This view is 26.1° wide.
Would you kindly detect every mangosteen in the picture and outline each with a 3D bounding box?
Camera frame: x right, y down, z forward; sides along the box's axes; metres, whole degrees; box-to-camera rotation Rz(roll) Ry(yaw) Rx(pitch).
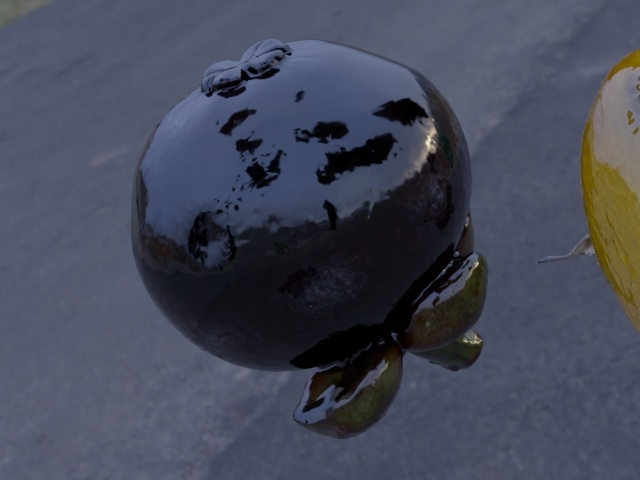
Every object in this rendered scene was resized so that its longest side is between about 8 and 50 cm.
[{"bbox_3d":[0.000,0.000,1.480,0.382,0.435,0.382,-22,19,8],"label":"mangosteen"}]

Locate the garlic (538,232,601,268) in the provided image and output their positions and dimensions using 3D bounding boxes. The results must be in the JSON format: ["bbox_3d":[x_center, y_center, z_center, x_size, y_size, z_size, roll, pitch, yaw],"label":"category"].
[{"bbox_3d":[0.419,-0.011,1.425,0.338,0.151,0.196,15,43,19],"label":"garlic"}]

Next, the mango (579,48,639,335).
[{"bbox_3d":[0.238,0.028,0.702,0.144,0.187,0.359,-26,45,2],"label":"mango"}]
